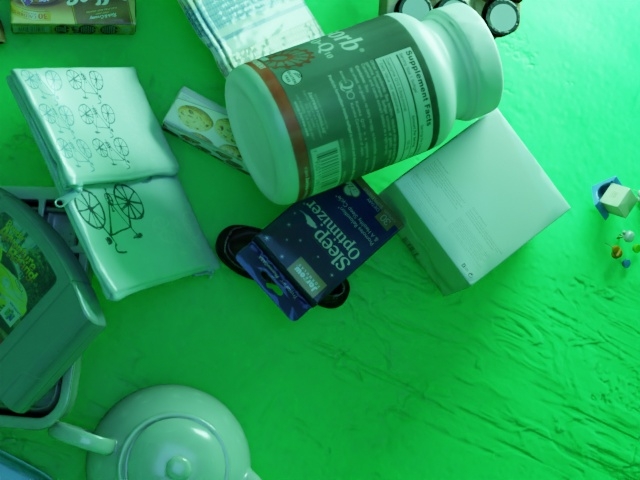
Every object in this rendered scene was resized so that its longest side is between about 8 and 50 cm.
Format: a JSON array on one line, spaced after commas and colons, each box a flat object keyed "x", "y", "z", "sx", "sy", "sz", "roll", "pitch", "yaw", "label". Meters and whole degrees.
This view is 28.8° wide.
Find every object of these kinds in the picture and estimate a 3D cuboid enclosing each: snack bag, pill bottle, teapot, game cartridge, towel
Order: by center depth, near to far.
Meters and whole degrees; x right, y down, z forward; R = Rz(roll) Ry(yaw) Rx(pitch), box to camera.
[{"x": -0.423, "y": 0.061, "z": 1.682, "sx": 0.196, "sy": 0.060, "sz": 0.294, "roll": -46, "pitch": 66, "yaw": 5, "label": "game cartridge"}, {"x": -0.214, "y": 0.315, "z": 1.749, "sx": 0.256, "sy": 0.187, "sz": 0.252, "roll": -25, "pitch": 87, "yaw": -13, "label": "teapot"}, {"x": -0.277, "y": -0.087, "z": 1.750, "sx": 0.037, "sy": 0.323, "sz": 0.342, "roll": -25, "pitch": 87, "yaw": 22, "label": "snack bag"}, {"x": 0.064, "y": -0.205, "z": 1.795, "sx": 0.363, "sy": 0.210, "sz": 0.210, "roll": -22, "pitch": 86, "yaw": -17, "label": "pill bottle"}, {"x": -0.102, "y": -0.334, "z": 1.921, "sx": 0.209, "sy": 0.034, "sz": 0.285, "roll": -32, "pitch": 90, "yaw": -35, "label": "towel"}]

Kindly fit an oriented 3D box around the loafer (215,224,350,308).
[{"x": -0.050, "y": 0.032, "z": 1.878, "sx": 0.220, "sy": 0.078, "sz": 0.080, "roll": 22, "pitch": 78, "yaw": -8, "label": "loafer"}]

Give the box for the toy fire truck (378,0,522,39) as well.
[{"x": 0.202, "y": -0.442, "z": 1.980, "sx": 0.217, "sy": 0.158, "sz": 0.246, "roll": 2, "pitch": 92, "yaw": -11, "label": "toy fire truck"}]

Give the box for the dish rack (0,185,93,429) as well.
[{"x": -0.436, "y": 0.093, "z": 1.747, "sx": 0.286, "sy": 0.072, "sz": 0.332, "roll": 2, "pitch": 80, "yaw": 24, "label": "dish rack"}]

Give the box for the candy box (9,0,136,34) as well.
[{"x": -0.374, "y": -0.370, "z": 1.888, "sx": 0.187, "sy": 0.053, "sz": 0.109, "roll": -1, "pitch": 82, "yaw": -10, "label": "candy box"}]

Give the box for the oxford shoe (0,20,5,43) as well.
[{"x": -0.564, "y": -0.281, "z": 1.829, "sx": 0.212, "sy": 0.076, "sz": 0.076, "roll": -24, "pitch": 98, "yaw": -13, "label": "oxford shoe"}]

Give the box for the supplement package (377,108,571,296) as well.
[{"x": 0.227, "y": -0.056, "z": 1.910, "sx": 0.203, "sy": 0.149, "sz": 0.194, "roll": -36, "pitch": 90, "yaw": -14, "label": "supplement package"}]

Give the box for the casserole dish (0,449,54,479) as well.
[{"x": -0.460, "y": 0.359, "z": 1.771, "sx": 0.188, "sy": 0.037, "sz": 0.114, "roll": 29, "pitch": 78, "yaw": -5, "label": "casserole dish"}]

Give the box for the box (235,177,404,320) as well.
[{"x": 0.000, "y": 0.000, "z": 1.839, "sx": 0.225, "sy": 0.036, "sz": 0.136, "roll": -42, "pitch": 90, "yaw": -19, "label": "box"}]

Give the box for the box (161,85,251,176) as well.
[{"x": -0.085, "y": -0.127, "z": 1.903, "sx": 0.324, "sy": 0.063, "sz": 0.067, "roll": 29, "pitch": 77, "yaw": -6, "label": "box"}]

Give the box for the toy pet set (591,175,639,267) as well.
[{"x": 0.481, "y": -0.040, "z": 2.018, "sx": 0.122, "sy": 0.065, "sz": 0.114, "roll": -53, "pitch": 129, "yaw": -11, "label": "toy pet set"}]
